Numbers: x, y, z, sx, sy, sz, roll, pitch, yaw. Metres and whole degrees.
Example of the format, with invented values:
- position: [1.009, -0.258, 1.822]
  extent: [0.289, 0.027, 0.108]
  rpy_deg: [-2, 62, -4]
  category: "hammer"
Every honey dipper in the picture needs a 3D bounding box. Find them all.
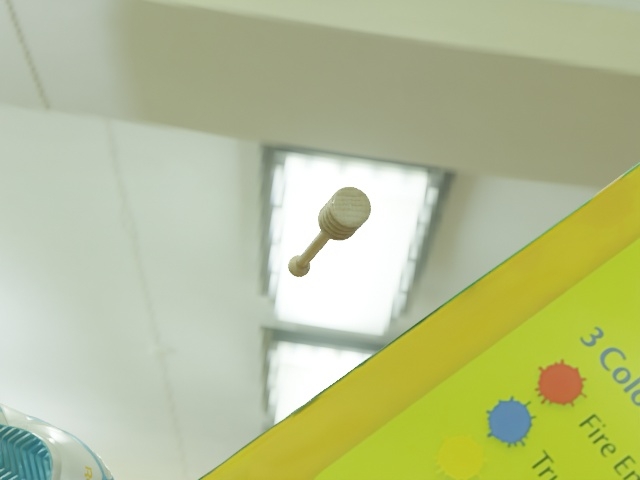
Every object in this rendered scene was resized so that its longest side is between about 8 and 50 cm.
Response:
- position: [0.000, 0.000, 1.111]
  extent: [0.030, 0.030, 0.160]
  rpy_deg: [13, -20, -12]
  category: "honey dipper"

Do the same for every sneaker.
- position: [-0.247, 0.155, 1.114]
  extent: [0.229, 0.087, 0.092]
  rpy_deg: [21, -6, 39]
  category: "sneaker"

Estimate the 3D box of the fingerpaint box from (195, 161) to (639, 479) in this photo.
- position: [0.237, 0.167, 0.525]
  extent: [0.371, 0.445, 0.163]
  rpy_deg: [-36, -19, -8]
  category: "fingerpaint box"
